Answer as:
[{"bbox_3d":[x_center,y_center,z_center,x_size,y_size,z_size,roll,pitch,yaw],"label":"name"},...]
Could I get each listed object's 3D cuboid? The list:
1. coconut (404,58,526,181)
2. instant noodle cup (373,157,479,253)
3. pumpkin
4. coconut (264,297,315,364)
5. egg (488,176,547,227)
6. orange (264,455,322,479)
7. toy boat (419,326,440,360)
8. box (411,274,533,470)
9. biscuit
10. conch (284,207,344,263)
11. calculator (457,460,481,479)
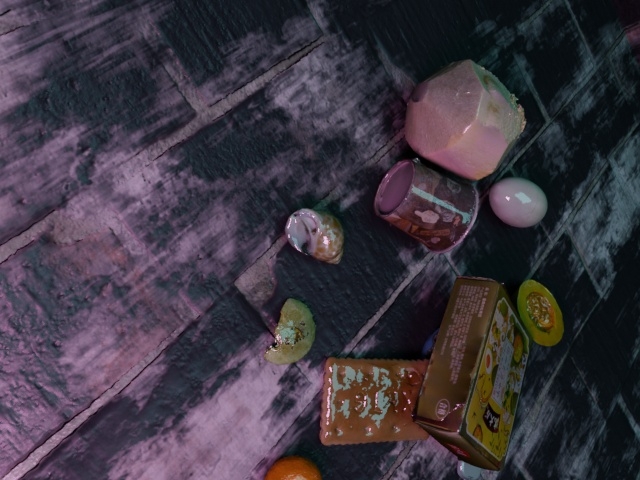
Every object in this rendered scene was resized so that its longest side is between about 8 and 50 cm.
[{"bbox_3d":[0.378,-0.337,1.474,0.309,0.297,0.297,24,72,-35],"label":"coconut"},{"bbox_3d":[0.273,-0.100,1.437,0.207,0.217,0.217,24,72,-23],"label":"instant noodle cup"},{"bbox_3d":[0.674,0.238,1.734,0.217,0.110,0.217,9,69,-26],"label":"pumpkin"},{"bbox_3d":[-0.060,0.216,1.262,0.133,0.055,0.158,15,78,-31],"label":"coconut"},{"bbox_3d":[0.619,-0.123,1.699,0.209,0.151,0.151,21,74,-27],"label":"egg"},{"bbox_3d":[-0.062,0.544,1.190,0.135,0.117,0.136,2,79,-11],"label":"orange"},{"bbox_3d":[0.331,0.317,1.501,0.075,0.077,0.185,34,68,-26],"label":"toy boat"},{"bbox_3d":[0.429,0.362,1.460,0.373,0.138,0.420,48,57,-43],"label":"box"},{"bbox_3d":[0.151,0.404,1.363,0.324,0.044,0.217,8,80,-24],"label":"biscuit"},{"bbox_3d":[-0.004,-0.015,1.299,0.173,0.106,0.116,24,94,-11],"label":"conch"},{"bbox_3d":[0.438,0.646,1.572,0.095,0.021,0.153,28,67,-28],"label":"calculator"}]
